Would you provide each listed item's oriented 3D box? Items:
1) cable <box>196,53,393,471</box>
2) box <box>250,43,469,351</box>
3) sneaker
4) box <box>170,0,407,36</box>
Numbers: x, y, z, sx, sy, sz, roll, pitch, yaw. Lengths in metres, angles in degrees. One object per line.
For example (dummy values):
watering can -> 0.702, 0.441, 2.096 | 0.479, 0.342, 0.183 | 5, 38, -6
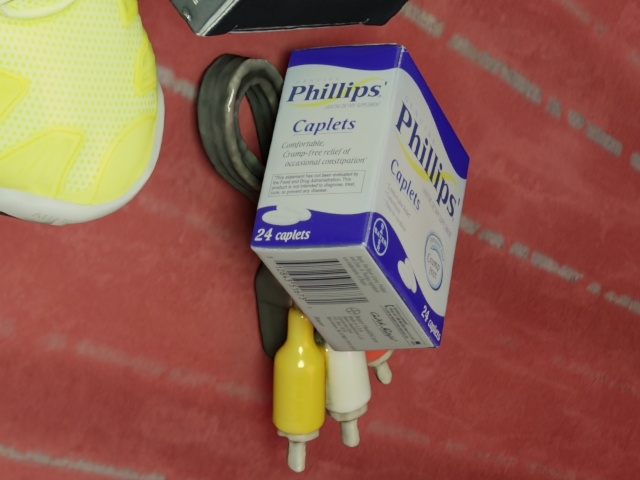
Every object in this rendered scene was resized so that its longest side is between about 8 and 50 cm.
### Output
cable -> 0.000, 0.000, 1.156 | 0.139, 0.072, 0.287 | -45, 142, -38
box -> 0.027, -0.024, 1.098 | 0.126, 0.072, 0.137 | 54, 40, -52
sneaker -> -0.146, -0.169, 0.680 | 0.145, 0.147, 0.384 | -37, 119, -29
box -> -0.038, -0.199, 0.820 | 0.108, 0.207, 0.153 | -45, 163, 28
